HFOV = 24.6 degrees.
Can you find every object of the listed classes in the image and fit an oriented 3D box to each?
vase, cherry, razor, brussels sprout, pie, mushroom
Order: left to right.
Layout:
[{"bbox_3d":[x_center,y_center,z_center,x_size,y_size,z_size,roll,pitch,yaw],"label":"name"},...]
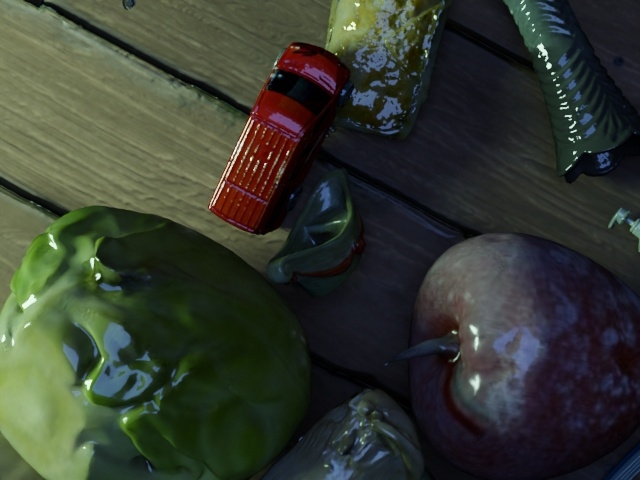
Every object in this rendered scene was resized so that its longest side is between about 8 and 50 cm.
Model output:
[{"bbox_3d":[-0.152,0.116,1.379,0.328,0.328,0.247,29,113,7],"label":"brussels sprout"},{"bbox_3d":[-0.012,0.317,1.355,0.177,0.126,0.397,7,111,-1],"label":"mushroom"},{"bbox_3d":[0.070,-0.236,1.531,0.129,0.068,0.282,16,89,10],"label":"pie"},{"bbox_3d":[0.186,0.110,1.404,0.285,0.213,0.236,-1,100,-21],"label":"cherry"},{"bbox_3d":[0.249,-0.186,1.499,0.115,0.115,0.237,-21,77,0],"label":"vase"},{"bbox_3d":[0.333,0.213,1.469,0.191,0.037,0.068,-40,124,1],"label":"razor"}]

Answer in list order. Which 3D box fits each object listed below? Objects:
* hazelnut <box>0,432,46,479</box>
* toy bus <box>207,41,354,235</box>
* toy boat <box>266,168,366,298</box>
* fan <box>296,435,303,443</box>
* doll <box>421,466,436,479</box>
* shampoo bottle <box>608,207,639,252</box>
[{"bbox_3d":[-0.322,0.263,1.415,0.261,0.241,0.261,3,110,9],"label":"hazelnut"},{"bbox_3d":[-0.042,-0.105,1.486,0.081,0.089,0.195,29,106,7],"label":"toy bus"},{"bbox_3d":[0.000,0.001,1.478,0.089,0.185,0.071,-12,120,32],"label":"toy boat"},{"bbox_3d":[-0.001,0.239,1.497,0.056,0.004,0.083,2,82,3],"label":"fan"},{"bbox_3d":[0.185,0.321,1.360,0.216,0.284,0.268,-36,111,-6],"label":"doll"},{"bbox_3d":[0.361,0.009,1.497,0.141,0.034,0.049,34,92,7],"label":"shampoo bottle"}]
